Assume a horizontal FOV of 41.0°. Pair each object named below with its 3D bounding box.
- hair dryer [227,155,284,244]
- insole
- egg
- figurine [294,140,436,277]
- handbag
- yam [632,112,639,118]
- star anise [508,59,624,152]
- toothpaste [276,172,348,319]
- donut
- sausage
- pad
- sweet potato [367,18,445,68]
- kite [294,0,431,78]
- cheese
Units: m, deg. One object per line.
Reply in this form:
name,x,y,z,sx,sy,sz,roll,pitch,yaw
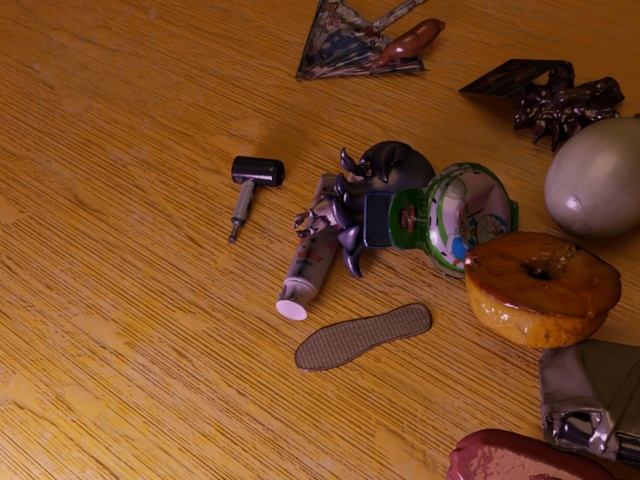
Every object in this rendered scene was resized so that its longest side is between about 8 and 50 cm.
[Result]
hair dryer,-0.144,-0.077,1.703,0.100,0.057,0.198,9,67,20
insole,0.073,0.165,1.495,0.253,0.005,0.086,-19,53,1
egg,0.493,-0.109,1.464,0.186,0.187,0.253,34,70,31
figurine,0.096,-0.066,1.544,0.197,0.175,0.265,35,68,2
handbag,0.468,0.231,1.237,0.315,0.109,0.253,9,26,18
yam,0.718,-0.180,1.529,0.317,0.067,0.071,12,46,20
star anise,0.474,-0.264,1.635,0.219,0.099,0.214,-9,58,8
toothpaste,0.000,0.000,1.600,0.100,0.066,0.323,12,55,15
donut,0.349,0.072,1.372,0.253,0.119,0.253,-1,25,0
sausage,0.314,0.361,1.204,0.279,0.152,0.152,16,61,24
pad,0.371,-0.323,1.688,0.142,0.003,0.211,-31,19,-8
sweet potato,0.183,-0.418,1.833,0.194,0.056,0.056,-29,53,0
kite,0.094,-0.456,1.923,0.368,0.014,0.406,-35,53,-11
cheese,0.214,-0.033,1.465,0.320,0.204,0.083,0,3,-29
